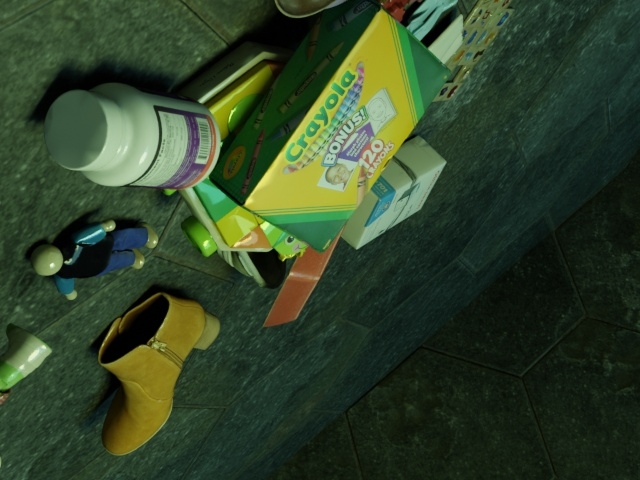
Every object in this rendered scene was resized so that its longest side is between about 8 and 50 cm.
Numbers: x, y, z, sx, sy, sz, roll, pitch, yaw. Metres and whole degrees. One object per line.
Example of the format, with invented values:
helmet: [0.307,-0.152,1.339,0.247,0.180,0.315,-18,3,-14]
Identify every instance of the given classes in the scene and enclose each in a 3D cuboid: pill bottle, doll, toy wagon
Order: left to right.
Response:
doll: [-0.283,0.021,1.317,0.129,0.046,0.189,-54,161,21]
pill bottle: [-0.198,-0.109,1.127,0.108,0.108,0.193,-52,161,17]
toy wagon: [-0.064,-0.089,1.359,0.267,0.068,0.344,-39,136,-13]

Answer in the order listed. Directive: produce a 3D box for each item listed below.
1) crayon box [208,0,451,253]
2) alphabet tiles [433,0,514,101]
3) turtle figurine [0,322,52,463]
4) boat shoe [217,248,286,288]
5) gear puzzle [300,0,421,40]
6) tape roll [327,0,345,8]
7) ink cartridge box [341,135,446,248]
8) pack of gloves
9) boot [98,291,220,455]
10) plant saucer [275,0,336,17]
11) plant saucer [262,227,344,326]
crayon box: [0.014,-0.140,1.279,0.165,0.081,0.278,31,96,-48]
alphabet tiles: [0.241,-0.327,1.791,0.198,0.009,0.237,-16,145,-56]
turtle figurine: [-0.438,0.188,1.167,0.266,0.198,0.274,-57,176,-17]
boat shoe: [-0.090,-0.035,1.531,0.118,0.103,0.320,-38,160,-24]
gear puzzle: [0.053,-0.287,1.402,0.339,0.044,0.175,-43,162,-8]
tape roll: [0.017,-0.347,1.140,0.189,0.080,0.189,-40,160,-17]
ink cartridge box: [0.120,-0.088,1.917,0.191,0.082,0.139,-29,156,-37]
pack of gloves: [0.128,-0.286,1.604,0.232,0.046,0.195,-48,157,-16]
boot: [-0.288,0.203,1.637,0.295,0.104,0.211,-52,156,4]
plant saucer: [0.008,-0.297,1.053,0.168,0.029,0.168,-41,162,-16]
plant saucer: [0.000,0.000,1.656,0.259,0.048,0.258,-63,180,-24]
